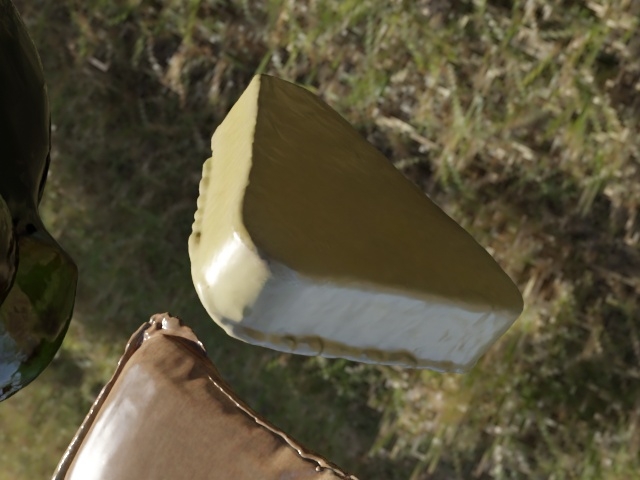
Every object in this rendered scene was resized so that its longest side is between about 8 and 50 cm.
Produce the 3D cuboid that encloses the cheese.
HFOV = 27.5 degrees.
[{"bbox_3d":[-0.001,-0.001,1.293,0.384,0.384,0.104,33,117,-12],"label":"cheese"}]

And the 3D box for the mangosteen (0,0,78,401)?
[{"bbox_3d":[-0.203,-0.032,0.497,0.243,0.243,0.243,25,161,9],"label":"mangosteen"}]

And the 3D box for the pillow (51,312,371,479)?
[{"bbox_3d":[-0.044,0.138,0.611,0.211,0.135,0.034,35,-173,32],"label":"pillow"}]
